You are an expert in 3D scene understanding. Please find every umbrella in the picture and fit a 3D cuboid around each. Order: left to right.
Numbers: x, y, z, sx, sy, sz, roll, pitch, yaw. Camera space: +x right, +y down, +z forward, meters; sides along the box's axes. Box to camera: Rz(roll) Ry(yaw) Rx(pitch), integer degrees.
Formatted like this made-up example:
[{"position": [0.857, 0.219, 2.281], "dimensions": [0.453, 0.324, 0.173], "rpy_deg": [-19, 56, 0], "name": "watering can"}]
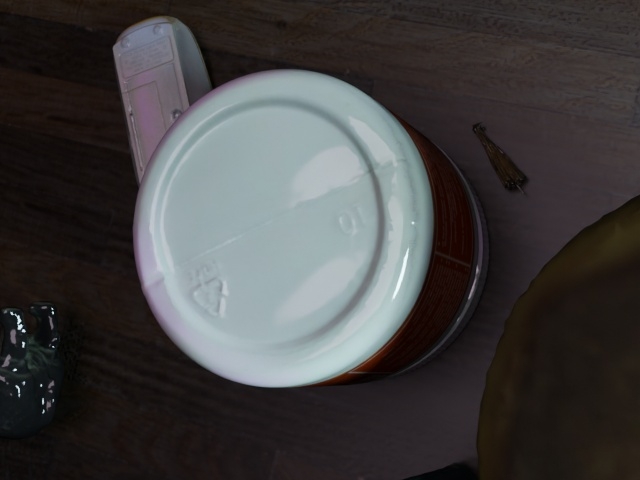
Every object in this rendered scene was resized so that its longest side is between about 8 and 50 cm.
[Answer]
[{"position": [0.163, -0.075, 0.998], "dimensions": [0.020, 0.031, 0.083], "rpy_deg": [-45, 64, 45], "name": "umbrella"}]

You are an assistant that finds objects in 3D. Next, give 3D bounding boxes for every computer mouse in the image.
[{"position": [-0.160, -0.133, 1.121], "dimensions": [0.102, 0.045, 0.199], "rpy_deg": [-18, 77, 18], "name": "computer mouse"}]

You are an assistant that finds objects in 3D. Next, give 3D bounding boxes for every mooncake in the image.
[{"position": [0.306, 0.141, 0.689], "dimensions": [0.393, 0.246, 0.394], "rpy_deg": [36, 113, 34], "name": "mooncake"}]

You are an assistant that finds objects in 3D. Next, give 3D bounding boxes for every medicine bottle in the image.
[{"position": [0.000, 0.000, 0.938], "dimensions": [0.253, 0.241, 0.252], "rpy_deg": [-3, 82, 22], "name": "medicine bottle"}]

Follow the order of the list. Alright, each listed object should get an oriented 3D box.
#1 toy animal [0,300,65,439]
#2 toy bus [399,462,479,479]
[{"position": [-0.418, 0.146, 1.161], "dimensions": [0.343, 0.106, 0.168], "rpy_deg": [-15, 86, 26], "name": "toy animal"}, {"position": [0.074, 0.273, 0.859], "dimensions": [0.167, 0.275, 0.138], "rpy_deg": [-46, 70, 8], "name": "toy bus"}]
